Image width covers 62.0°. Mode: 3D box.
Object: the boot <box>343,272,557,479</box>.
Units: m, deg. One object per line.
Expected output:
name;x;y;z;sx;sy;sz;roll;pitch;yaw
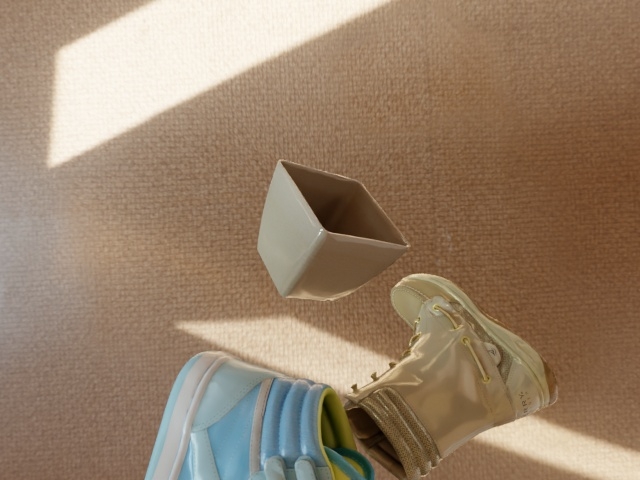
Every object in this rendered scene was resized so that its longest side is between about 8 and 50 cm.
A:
boot;0.105;0.145;0.627;0.204;0.262;0.095;-25;123;-16

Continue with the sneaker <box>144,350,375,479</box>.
sneaker;-0.062;0.270;0.491;0.208;0.127;0.318;3;73;22

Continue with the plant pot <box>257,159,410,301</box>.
plant pot;0.000;0.000;0.522;0.109;0.109;0.096;9;126;-39
